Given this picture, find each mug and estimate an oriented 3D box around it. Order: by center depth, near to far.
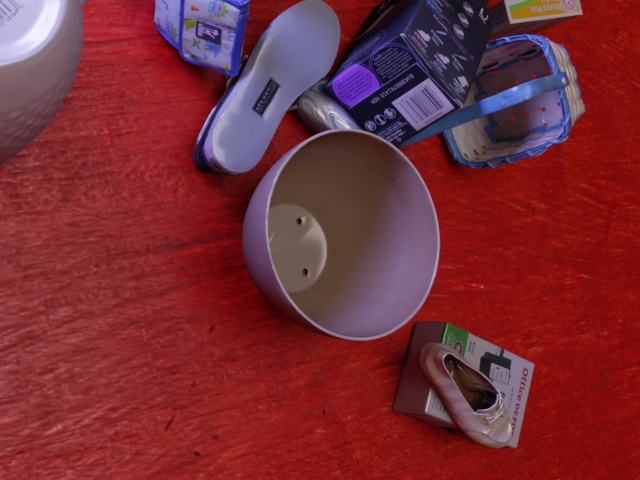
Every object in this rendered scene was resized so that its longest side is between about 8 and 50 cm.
[{"bbox_3d":[-0.364,-0.243,0.936,0.374,0.328,0.276,-39,104,-31],"label":"mug"}]

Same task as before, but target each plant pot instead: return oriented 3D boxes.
[{"bbox_3d":[0.000,0.000,1.220,0.284,0.191,0.284,5,82,-33],"label":"plant pot"}]

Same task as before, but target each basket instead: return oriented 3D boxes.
[{"bbox_3d":[0.283,-0.221,1.405,0.289,0.254,0.201,-31,102,-51],"label":"basket"}]

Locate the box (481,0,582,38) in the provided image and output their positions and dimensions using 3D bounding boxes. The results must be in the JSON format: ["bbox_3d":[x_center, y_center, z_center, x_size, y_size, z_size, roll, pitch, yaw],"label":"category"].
[{"bbox_3d":[0.361,-0.434,1.559,0.203,0.114,0.103,-16,92,-35],"label":"box"}]

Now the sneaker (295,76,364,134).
[{"bbox_3d":[0.060,-0.152,1.340,0.086,0.085,0.237,-45,108,-13],"label":"sneaker"}]

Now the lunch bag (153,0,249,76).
[{"bbox_3d":[-0.156,-0.313,1.166,0.096,0.129,0.151,-34,67,-31],"label":"lunch bag"}]

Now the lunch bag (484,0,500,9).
[{"bbox_3d":[0.241,-0.501,1.385,0.120,0.293,0.258,-25,101,-31],"label":"lunch bag"}]

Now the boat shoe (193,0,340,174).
[{"bbox_3d":[-0.081,-0.221,1.251,0.113,0.105,0.306,35,72,-28],"label":"boat shoe"}]

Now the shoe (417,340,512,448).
[{"bbox_3d":[0.230,0.241,1.309,0.219,0.058,0.076,49,63,-18],"label":"shoe"}]

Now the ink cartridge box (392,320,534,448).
[{"bbox_3d":[0.238,0.238,1.402,0.208,0.087,0.153,25,71,-28],"label":"ink cartridge box"}]

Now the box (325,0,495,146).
[{"bbox_3d":[0.145,-0.290,1.325,0.143,0.165,0.270,46,43,-19],"label":"box"}]
